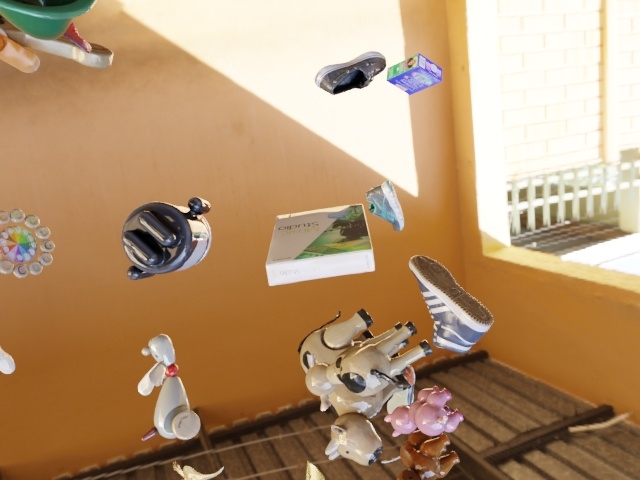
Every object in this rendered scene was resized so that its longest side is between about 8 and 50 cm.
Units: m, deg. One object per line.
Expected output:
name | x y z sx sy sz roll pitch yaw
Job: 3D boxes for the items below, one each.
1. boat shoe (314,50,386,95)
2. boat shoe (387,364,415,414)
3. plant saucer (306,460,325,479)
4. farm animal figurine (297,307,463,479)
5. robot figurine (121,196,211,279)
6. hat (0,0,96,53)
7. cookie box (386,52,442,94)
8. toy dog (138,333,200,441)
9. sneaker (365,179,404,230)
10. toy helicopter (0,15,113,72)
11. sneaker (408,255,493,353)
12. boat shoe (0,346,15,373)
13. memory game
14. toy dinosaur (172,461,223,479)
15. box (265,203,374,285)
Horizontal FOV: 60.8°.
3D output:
boat shoe | 0.092 -0.413 1.367 0.229 0.080 0.076 -23 -119 -35
boat shoe | 0.169 0.319 1.124 0.049 0.136 0.043 18 -147 29
plant saucer | -0.011 0.642 1.267 0.045 0.188 0.188 3 -179 -3
farm animal figurine | 0.057 0.232 0.824 0.172 0.330 0.327 -29 -147 -12
robot figurine | -0.367 -0.005 1.324 0.209 0.173 0.278 -9 180 5
hat | -0.431 -0.318 0.816 0.209 0.172 0.183 -1 147 -33
cookie box | 0.233 -0.412 1.359 0.092 0.040 0.107 18 163 -36
toy dog | -0.495 0.473 1.666 0.161 0.220 0.333 -12 -123 -32
sneaker | 0.159 -0.081 1.353 0.076 0.166 0.064 -16 -135 13
toy helicopter | -0.636 -0.439 1.172 0.355 0.140 0.235 12 -153 -16
sneaker | 0.318 0.176 1.459 0.099 0.153 0.282 -13 -133 -36
boat shoe | -0.693 0.246 1.166 0.035 0.100 0.035 -26 -168 -5
memory game | -0.768 0.006 1.390 0.012 0.186 0.186 -20 -177 32
toy dinosaur | -0.349 0.672 1.538 0.183 0.092 0.053 -3 -156 27
box | 0.000 0.000 1.297 0.233 0.058 0.322 -9 -157 3
